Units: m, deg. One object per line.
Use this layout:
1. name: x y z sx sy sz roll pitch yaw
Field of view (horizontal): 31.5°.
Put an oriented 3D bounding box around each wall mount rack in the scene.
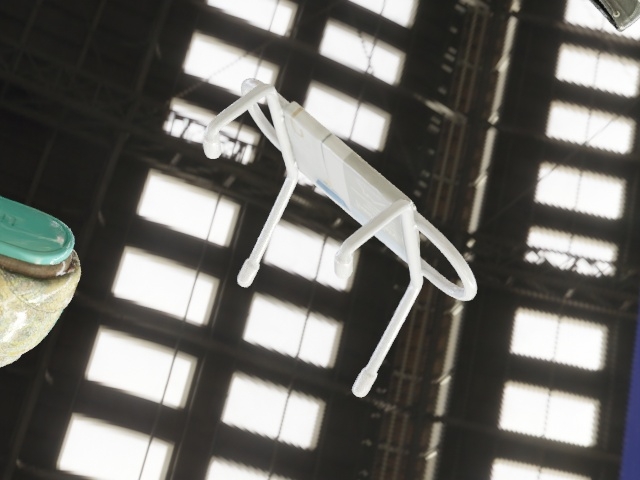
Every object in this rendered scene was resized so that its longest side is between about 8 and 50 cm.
1. wall mount rack: 0.000 0.000 1.197 0.130 0.304 0.350 -40 -118 -15

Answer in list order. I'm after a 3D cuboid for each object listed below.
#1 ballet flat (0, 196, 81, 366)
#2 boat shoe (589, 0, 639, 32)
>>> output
1. ballet flat: -0.323 -0.019 0.697 0.349 0.123 0.123 26 -116 -11
2. boat shoe: 0.213 -0.228 0.947 0.040 0.049 0.142 -47 -111 0
